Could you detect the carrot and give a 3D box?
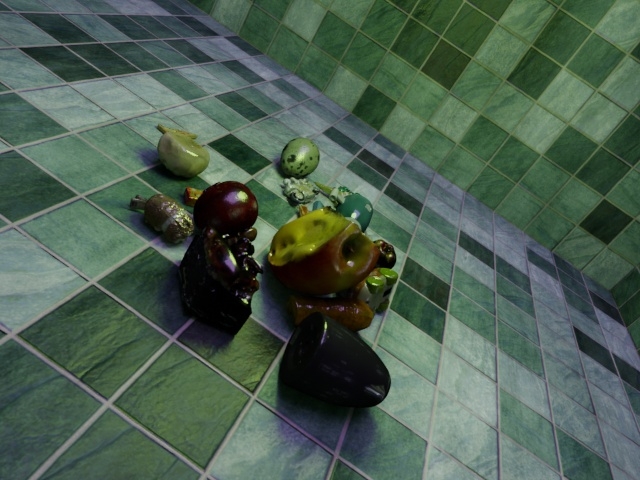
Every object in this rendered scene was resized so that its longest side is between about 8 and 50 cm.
[{"bbox_3d":[0.028,0.233,1.625,0.301,0.114,0.114,9,37,-32],"label":"carrot"}]

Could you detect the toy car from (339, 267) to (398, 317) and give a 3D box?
[{"bbox_3d":[0.141,0.160,1.853,0.234,0.145,0.235,13,22,-5],"label":"toy car"}]

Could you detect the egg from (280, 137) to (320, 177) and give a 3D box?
[{"bbox_3d":[-0.099,-0.374,2.364,0.177,0.177,0.228,36,44,3],"label":"egg"}]

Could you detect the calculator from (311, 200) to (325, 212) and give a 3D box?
[{"bbox_3d":[0.006,-0.086,2.128,0.121,0.039,0.210,50,23,-22],"label":"calculator"}]

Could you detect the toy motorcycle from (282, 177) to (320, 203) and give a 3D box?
[{"bbox_3d":[-0.093,-0.224,2.246,0.151,0.074,0.228,35,31,10],"label":"toy motorcycle"}]

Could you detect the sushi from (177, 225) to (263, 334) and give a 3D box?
[{"bbox_3d":[-0.271,0.085,1.429,0.215,0.212,0.227,27,30,-15],"label":"sushi"}]

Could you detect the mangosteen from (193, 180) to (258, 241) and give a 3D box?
[{"bbox_3d":[-0.291,-0.066,1.679,0.258,0.215,0.215,63,26,-12],"label":"mangosteen"}]

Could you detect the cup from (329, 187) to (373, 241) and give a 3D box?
[{"bbox_3d":[0.131,-0.085,2.174,0.300,0.167,0.173,52,31,-21],"label":"cup"}]

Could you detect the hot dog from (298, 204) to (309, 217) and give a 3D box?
[{"bbox_3d":[-0.063,-0.092,2.110,0.056,0.041,0.133,13,42,-34],"label":"hot dog"}]

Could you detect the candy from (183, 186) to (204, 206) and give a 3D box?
[{"bbox_3d":[-0.417,-0.144,1.813,0.121,0.038,0.062,12,35,-35],"label":"candy"}]

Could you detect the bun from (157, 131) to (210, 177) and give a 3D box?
[{"bbox_3d":[-0.505,-0.307,1.889,0.178,0.128,0.193,38,17,8],"label":"bun"}]

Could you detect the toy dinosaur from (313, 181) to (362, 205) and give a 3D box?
[{"bbox_3d":[0.086,-0.210,2.403,0.259,0.094,0.153,36,23,21],"label":"toy dinosaur"}]

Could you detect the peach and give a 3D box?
[{"bbox_3d":[0.001,0.051,1.674,0.242,0.306,0.380,53,-10,-27],"label":"peach"}]

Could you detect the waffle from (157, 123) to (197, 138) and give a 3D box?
[{"bbox_3d":[-0.587,-0.448,2.123,0.097,0.023,0.152,43,31,14],"label":"waffle"}]

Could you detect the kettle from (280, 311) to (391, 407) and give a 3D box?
[{"bbox_3d":[0.055,0.340,1.420,0.290,0.208,0.268,30,0,-19],"label":"kettle"}]

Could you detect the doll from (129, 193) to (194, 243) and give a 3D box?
[{"bbox_3d":[-0.482,-0.081,1.588,0.221,0.115,0.105,35,37,17],"label":"doll"}]

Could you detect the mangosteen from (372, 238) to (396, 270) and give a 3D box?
[{"bbox_3d":[0.249,0.056,2.084,0.137,0.151,0.137,9,60,-16],"label":"mangosteen"}]
